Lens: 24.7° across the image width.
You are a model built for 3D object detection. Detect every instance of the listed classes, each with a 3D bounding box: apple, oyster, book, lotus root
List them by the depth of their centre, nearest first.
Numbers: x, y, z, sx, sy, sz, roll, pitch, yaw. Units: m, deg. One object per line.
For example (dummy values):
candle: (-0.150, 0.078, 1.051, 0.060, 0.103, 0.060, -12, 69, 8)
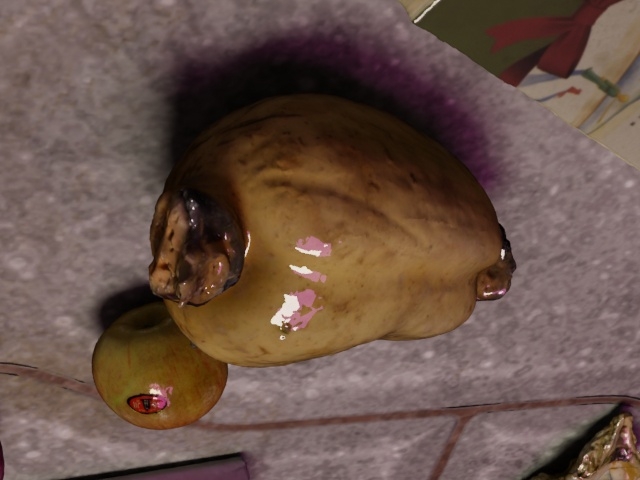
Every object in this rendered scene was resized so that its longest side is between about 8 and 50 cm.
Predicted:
lotus root: (0.000, 0.000, 0.811, 0.257, 0.140, 0.154, 8, 122, -43)
book: (0.204, -0.134, 0.819, 0.289, 0.026, 0.201, 24, 124, -39)
apple: (-0.099, 0.076, 0.906, 0.084, 0.084, 0.071, -13, 124, -6)
oyster: (0.210, 0.204, 1.209, 0.122, 0.045, 0.146, -23, 149, 1)

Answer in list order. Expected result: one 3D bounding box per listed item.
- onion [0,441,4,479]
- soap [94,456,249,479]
onion: (-0.259, 0.152, 0.929, 0.115, 0.104, 0.115, -17, 113, -47)
soap: (-0.176, 0.256, 1.089, 0.259, 0.081, 0.181, -6, 140, -16)
